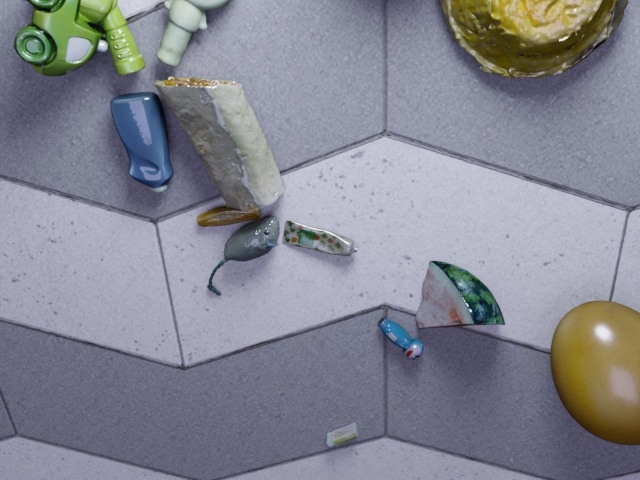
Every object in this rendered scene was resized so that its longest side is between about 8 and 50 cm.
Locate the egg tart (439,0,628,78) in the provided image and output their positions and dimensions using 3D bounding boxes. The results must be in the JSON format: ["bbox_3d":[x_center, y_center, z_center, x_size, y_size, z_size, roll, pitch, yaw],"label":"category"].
[{"bbox_3d":[0.357,-0.424,0.938,0.340,0.132,0.342,2,119,4],"label":"egg tart"}]

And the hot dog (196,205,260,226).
[{"bbox_3d":[-0.195,-0.054,1.216,0.136,0.028,0.044,-8,142,10],"label":"hot dog"}]

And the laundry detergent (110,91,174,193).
[{"bbox_3d":[-0.345,-0.187,1.143,0.096,0.061,0.207,-9,117,-1],"label":"laundry detergent"}]

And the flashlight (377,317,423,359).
[{"bbox_3d":[0.184,0.225,1.325,0.129,0.051,0.051,41,112,-10],"label":"flashlight"}]

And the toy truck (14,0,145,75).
[{"bbox_3d":[-0.424,-0.386,1.011,0.210,0.148,0.187,-6,114,-16],"label":"toy truck"}]

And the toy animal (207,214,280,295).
[{"bbox_3d":[-0.179,0.036,1.240,0.079,0.070,0.253,44,113,-8],"label":"toy animal"}]

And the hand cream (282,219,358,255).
[{"bbox_3d":[0.000,0.000,1.234,0.164,0.037,0.057,14,116,3],"label":"hand cream"}]

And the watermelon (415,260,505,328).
[{"bbox_3d":[0.311,0.137,1.275,0.207,0.136,0.202,27,158,-39],"label":"watermelon"}]

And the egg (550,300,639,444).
[{"bbox_3d":[0.618,0.273,1.207,0.250,0.250,0.323,-25,104,15],"label":"egg"}]

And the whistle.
[{"bbox_3d":[-0.224,-0.429,1.012,0.126,0.067,0.258,29,117,-10],"label":"whistle"}]

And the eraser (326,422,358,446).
[{"bbox_3d":[0.055,0.497,1.470,0.083,0.038,0.019,-26,115,14],"label":"eraser"}]

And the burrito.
[{"bbox_3d":[-0.183,-0.195,1.106,0.143,0.105,0.299,-19,115,17],"label":"burrito"}]
